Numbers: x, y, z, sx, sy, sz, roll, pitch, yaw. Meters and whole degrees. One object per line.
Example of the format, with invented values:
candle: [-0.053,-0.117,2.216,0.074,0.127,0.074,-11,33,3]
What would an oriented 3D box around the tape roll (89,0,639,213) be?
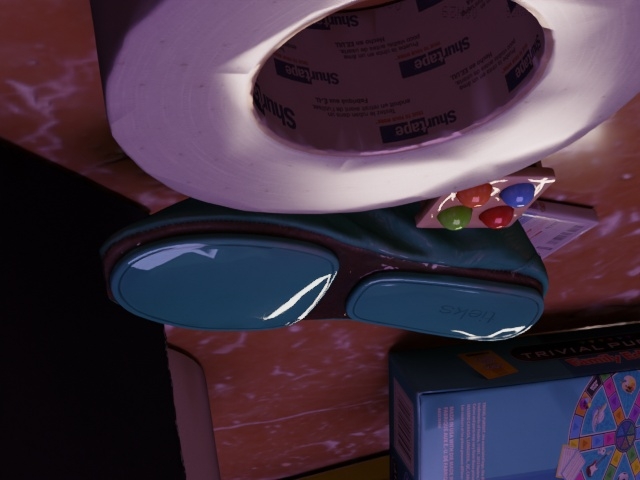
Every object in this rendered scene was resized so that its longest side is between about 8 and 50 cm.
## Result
tape roll: [0.023,-0.090,0.517,0.219,0.072,0.219,-10,156,-4]

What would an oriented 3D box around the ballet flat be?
ballet flat: [0.000,0.000,0.684,0.247,0.087,0.083,6,139,-28]

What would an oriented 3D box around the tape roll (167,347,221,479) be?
tape roll: [-0.185,0.186,0.909,0.246,0.169,0.246,-10,156,-4]

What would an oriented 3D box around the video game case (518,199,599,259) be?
video game case: [0.093,-0.002,0.810,0.122,0.011,0.087,7,151,-35]

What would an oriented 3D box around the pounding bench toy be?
pounding bench toy: [0.059,-0.040,0.648,0.083,0.065,0.052,-1,154,-21]

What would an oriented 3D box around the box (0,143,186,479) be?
box: [-0.244,0.160,0.655,0.343,0.313,0.179,-23,153,24]

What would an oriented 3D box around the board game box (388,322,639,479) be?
board game box: [0.221,0.194,1.026,0.336,0.254,0.079,-5,-161,-12]

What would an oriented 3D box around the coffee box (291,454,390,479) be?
coffee box: [0.147,0.390,1.290,0.338,0.338,0.334,-16,155,14]
